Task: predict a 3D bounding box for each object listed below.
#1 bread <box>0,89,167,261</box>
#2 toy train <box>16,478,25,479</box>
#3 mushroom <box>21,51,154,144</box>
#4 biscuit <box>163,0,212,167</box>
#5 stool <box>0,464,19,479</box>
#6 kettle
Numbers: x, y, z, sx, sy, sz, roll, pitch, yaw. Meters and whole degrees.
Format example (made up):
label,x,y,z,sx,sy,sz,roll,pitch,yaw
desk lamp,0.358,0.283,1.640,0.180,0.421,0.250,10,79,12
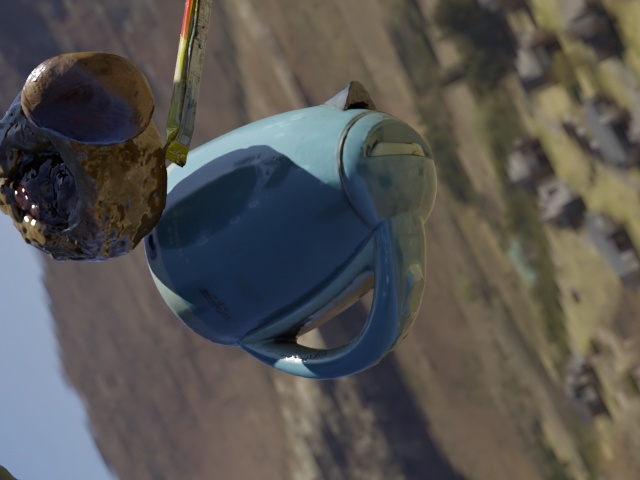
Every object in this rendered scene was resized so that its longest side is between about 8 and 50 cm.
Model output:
label,x,y,z,sx,sy,sz,roll,pitch,yaw
bread,-0.277,-0.079,2.206,0.123,0.230,0.230,-17,-102,-50
toy train,-0.459,0.359,2.359,0.194,0.298,0.120,1,98,51
mushroom,-0.215,-0.126,1.824,0.123,0.123,0.052,67,-162,-51
biscuit,-0.134,-0.225,2.123,0.048,0.026,0.292,23,-108,-57
stool,-0.363,0.332,1.497,0.330,0.297,0.297,-56,48,35
kettle,0.000,0.000,2.232,0.342,0.247,0.319,-22,75,47
